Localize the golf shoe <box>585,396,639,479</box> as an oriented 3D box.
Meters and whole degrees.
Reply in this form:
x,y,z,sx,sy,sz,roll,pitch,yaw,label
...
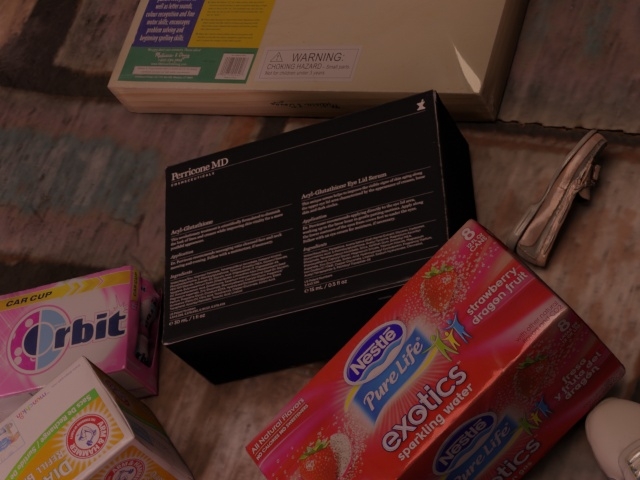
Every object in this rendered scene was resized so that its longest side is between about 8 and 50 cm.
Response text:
x,y,z,sx,sy,sz,roll,pitch,yaw,label
0.250,0.168,1.082,0.069,0.086,0.176,-42,51,1,golf shoe

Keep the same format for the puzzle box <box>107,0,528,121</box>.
x,y,z,sx,sy,sz,roll,pitch,yaw,label
0.008,-0.247,1.467,0.409,0.052,0.272,5,65,29,puzzle box

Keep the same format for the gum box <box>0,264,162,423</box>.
x,y,z,sx,sy,sz,roll,pitch,yaw,label
-0.235,0.098,1.375,0.188,0.062,0.107,-13,57,19,gum box

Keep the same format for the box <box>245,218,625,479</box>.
x,y,z,sx,sy,sz,roll,pitch,yaw,label
0.086,0.130,1.144,0.257,0.122,0.128,-45,47,3,box

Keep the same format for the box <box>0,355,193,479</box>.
x,y,z,sx,sy,sz,roll,pitch,yaw,label
-0.230,0.214,1.273,0.203,0.114,0.103,-39,53,-1,box

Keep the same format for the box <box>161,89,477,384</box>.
x,y,z,sx,sy,sz,roll,pitch,yaw,label
0.000,0.000,1.294,0.261,0.103,0.184,-14,59,19,box

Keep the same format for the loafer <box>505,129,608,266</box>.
x,y,z,sx,sy,sz,roll,pitch,yaw,label
0.206,-0.033,1.254,0.039,0.045,0.125,37,88,20,loafer
